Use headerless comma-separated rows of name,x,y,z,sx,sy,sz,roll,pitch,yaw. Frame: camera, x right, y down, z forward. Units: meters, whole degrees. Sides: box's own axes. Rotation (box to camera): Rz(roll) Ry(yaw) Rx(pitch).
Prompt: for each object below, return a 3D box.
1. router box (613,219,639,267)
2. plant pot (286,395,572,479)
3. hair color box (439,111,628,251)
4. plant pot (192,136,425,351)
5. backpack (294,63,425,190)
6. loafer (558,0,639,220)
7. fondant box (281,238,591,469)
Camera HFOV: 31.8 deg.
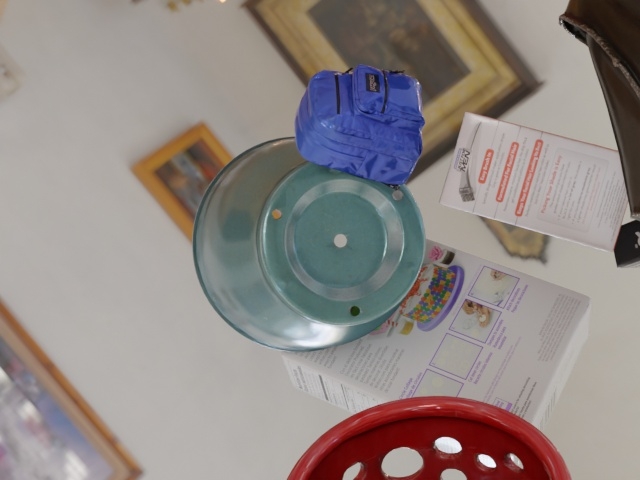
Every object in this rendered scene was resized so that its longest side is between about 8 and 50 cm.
router box,0.388,-0.015,1.077,0.133,0.046,0.179,-2,166,-26
plant pot,0.077,0.230,0.756,0.191,0.174,0.191,-6,-148,4
hair color box,0.207,-0.056,1.059,0.053,0.167,0.093,-13,119,-75
plant pot,0.000,0.000,1.293,0.272,0.271,0.255,-40,-174,-11
backpack,0.038,-0.124,1.115,0.098,0.120,0.101,-94,-161,-44
loafer,0.182,-0.042,0.564,0.078,0.220,0.080,-39,159,17
fondant box,0.151,0.134,1.455,0.238,0.330,0.096,-57,155,-26
